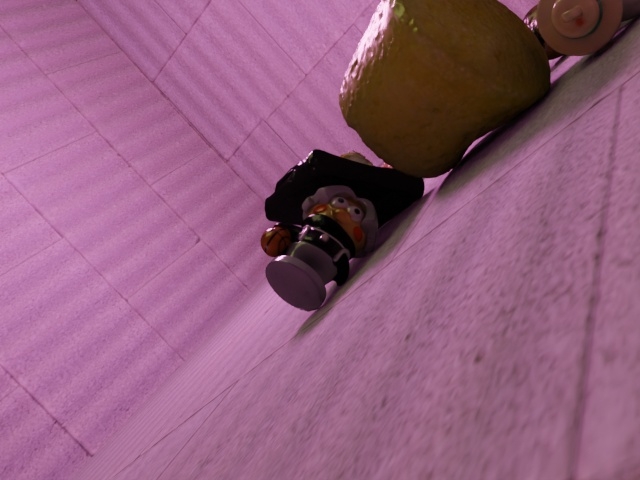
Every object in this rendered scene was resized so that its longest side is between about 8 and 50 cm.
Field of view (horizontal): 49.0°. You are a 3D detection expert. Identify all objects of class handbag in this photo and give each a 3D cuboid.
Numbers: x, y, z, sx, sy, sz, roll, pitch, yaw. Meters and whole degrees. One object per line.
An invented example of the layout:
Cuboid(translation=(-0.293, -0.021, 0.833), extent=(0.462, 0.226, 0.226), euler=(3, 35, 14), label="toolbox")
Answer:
Cuboid(translation=(0.046, -0.096, 1.432), extent=(0.244, 0.275, 0.088), euler=(-37, 47, 55), label="handbag")

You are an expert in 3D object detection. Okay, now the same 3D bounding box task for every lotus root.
Cuboid(translation=(0.524, -0.478, 1.538), extent=(0.214, 0.138, 0.138), euler=(-43, 3, -13), label="lotus root")

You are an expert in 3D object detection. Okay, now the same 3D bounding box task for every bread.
Cuboid(translation=(0.226, -0.307, 1.323), extent=(0.348, 0.348, 0.308), euler=(-46, -8, -45), label="bread")

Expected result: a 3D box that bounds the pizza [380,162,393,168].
Cuboid(translation=(0.130, -0.089, 1.762), extent=(0.297, 0.071, 0.189), euler=(-47, 16, -9), label="pizza")

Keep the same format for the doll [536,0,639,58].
Cuboid(translation=(0.455, -0.384, 1.227), extent=(0.208, 0.144, 0.271), euler=(-23, 4, -8), label="doll")

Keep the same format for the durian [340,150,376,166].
Cuboid(translation=(0.063, -0.138, 2.109), extent=(0.394, 0.198, 0.163), euler=(-43, 1, -42), label="durian")

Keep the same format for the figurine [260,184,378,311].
Cuboid(translation=(0.000, 0.000, 1.290), extent=(0.236, 0.176, 0.133), euler=(-50, -7, -36), label="figurine")
